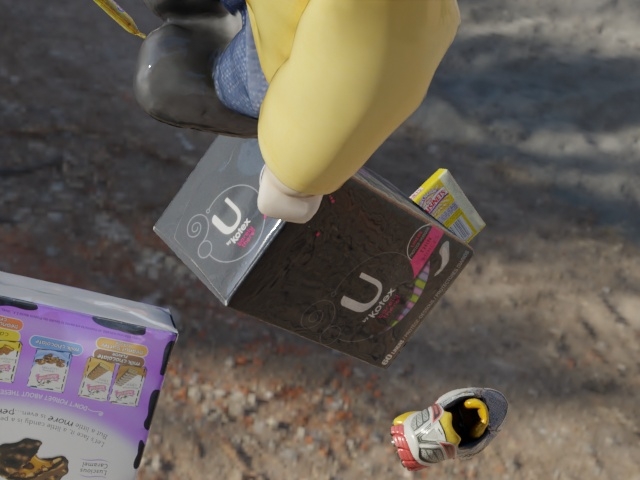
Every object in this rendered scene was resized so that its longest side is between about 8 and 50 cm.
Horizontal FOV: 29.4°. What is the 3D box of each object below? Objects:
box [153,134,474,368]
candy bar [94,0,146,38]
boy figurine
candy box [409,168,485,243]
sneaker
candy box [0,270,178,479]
[{"bbox_3d":[0.000,0.000,1.215,0.270,0.165,0.143,26,12,-49],"label":"box"},{"bbox_3d":[-0.294,-0.324,1.621,0.161,0.018,0.040,43,7,-24],"label":"candy bar"},{"bbox_3d":[-0.006,-0.095,0.407,0.092,0.177,0.285,2,-3,-13],"label":"boy figurine"},{"bbox_3d":[0.125,0.007,1.662,0.206,0.105,0.027,-43,20,-14],"label":"candy box"},{"bbox_3d":[0.181,0.228,1.500,0.093,0.088,0.225,-25,-7,33],"label":"sneaker"},{"bbox_3d":[-0.214,0.133,0.915,0.165,0.196,0.070,14,11,-16],"label":"candy box"}]
